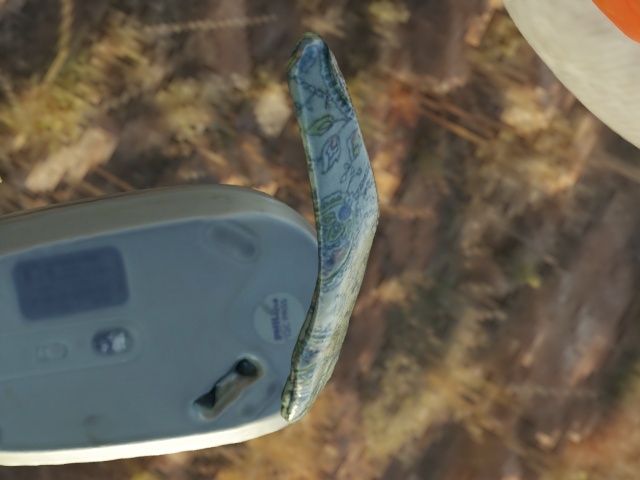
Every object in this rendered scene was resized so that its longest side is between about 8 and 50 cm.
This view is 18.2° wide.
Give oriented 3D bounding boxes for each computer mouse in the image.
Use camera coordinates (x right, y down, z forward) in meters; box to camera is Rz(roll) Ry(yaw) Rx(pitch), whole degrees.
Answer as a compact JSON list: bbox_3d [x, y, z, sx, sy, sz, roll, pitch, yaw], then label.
[{"bbox_3d":[-0.147,0.062,1.469,0.095,0.331,0.197,-91,174,-82],"label":"computer mouse"}]

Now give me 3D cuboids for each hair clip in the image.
[{"bbox_3d":[0.002,0.001,0.958,0.066,0.036,0.229,-49,150,-43],"label":"hair clip"}]

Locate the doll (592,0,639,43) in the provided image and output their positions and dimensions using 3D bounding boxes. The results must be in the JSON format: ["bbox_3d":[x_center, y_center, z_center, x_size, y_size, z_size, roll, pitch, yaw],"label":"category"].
[{"bbox_3d":[0.113,-0.089,0.366,0.290,0.161,0.130,61,21,-44],"label":"doll"}]

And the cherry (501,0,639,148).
[{"bbox_3d":[0.212,-0.198,0.911,0.291,0.326,0.335,-36,160,-30],"label":"cherry"}]

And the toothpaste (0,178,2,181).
[{"bbox_3d":[-0.384,0.026,1.536,0.313,0.071,0.089,-45,164,-15],"label":"toothpaste"}]
